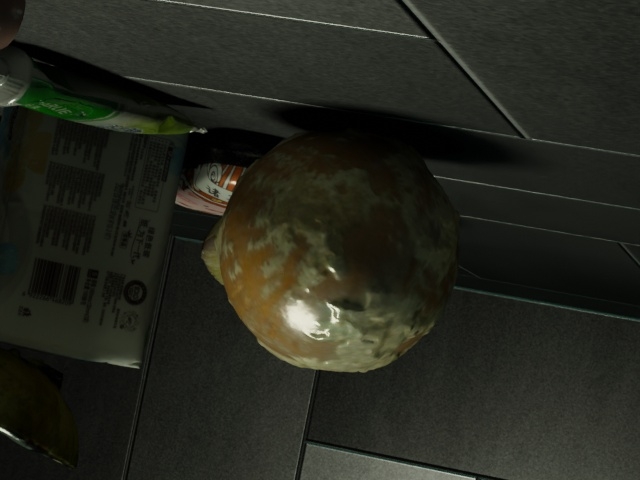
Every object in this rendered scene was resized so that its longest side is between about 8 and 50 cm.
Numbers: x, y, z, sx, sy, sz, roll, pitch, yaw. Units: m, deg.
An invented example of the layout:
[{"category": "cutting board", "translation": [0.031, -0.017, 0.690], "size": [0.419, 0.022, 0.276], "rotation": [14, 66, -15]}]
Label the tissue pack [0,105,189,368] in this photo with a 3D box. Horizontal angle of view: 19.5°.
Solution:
[{"category": "tissue pack", "translation": [-0.235, -0.009, 1.725], "size": [0.159, 0.229, 0.145], "rotation": [12, 176, -23]}]

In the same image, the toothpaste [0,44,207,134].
[{"category": "toothpaste", "translation": [-0.189, -0.113, 1.479], "size": [0.078, 0.046, 0.248], "rotation": [11, 179, 32]}]

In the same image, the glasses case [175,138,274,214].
[{"category": "glasses case", "translation": [-0.088, -0.059, 1.785], "size": [0.103, 0.067, 0.267], "rotation": [11, 177, -18]}]

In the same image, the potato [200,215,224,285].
[{"category": "potato", "translation": [0.000, 0.000, 2.094], "size": [0.239, 0.116, 0.299], "rotation": [3, 162, 25]}]

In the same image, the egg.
[{"category": "egg", "translation": [0.013, 0.007, 1.505], "size": [0.203, 0.203, 0.245], "rotation": [11, 177, 3]}]

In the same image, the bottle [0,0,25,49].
[{"category": "bottle", "translation": [-0.238, -0.146, 1.051], "size": [0.140, 0.053, 0.053], "rotation": [13, 176, -35]}]

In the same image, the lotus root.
[{"category": "lotus root", "translation": [-0.288, 0.127, 1.643], "size": [0.183, 0.078, 0.203], "rotation": [26, 169, 14]}]
